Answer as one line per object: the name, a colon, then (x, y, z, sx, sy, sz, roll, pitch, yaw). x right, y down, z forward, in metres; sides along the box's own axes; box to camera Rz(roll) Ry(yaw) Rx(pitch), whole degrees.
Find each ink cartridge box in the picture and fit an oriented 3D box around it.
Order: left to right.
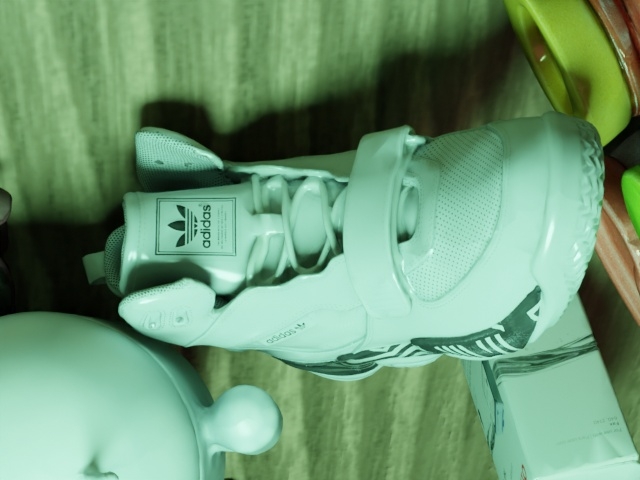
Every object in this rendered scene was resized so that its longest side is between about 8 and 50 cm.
ink cartridge box: (0.165, 0.121, 1.272, 0.082, 0.191, 0.139, -11, 143, -4)

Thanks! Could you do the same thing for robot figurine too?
robot figurine: (-0.171, 0.148, 1.132, 0.300, 0.200, 0.353, -17, 176, 0)

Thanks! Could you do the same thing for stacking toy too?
stacking toy: (0.246, -0.027, 1.050, 0.130, 0.279, 0.309, -28, 141, 1)

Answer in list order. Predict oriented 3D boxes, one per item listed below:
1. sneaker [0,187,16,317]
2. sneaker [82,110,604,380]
sneaker: (-0.287, 0.053, 1.118, 0.162, 0.106, 0.281, 13, 135, -35)
sneaker: (0.000, 0.000, 1.044, 0.210, 0.137, 0.366, 11, 161, -26)
